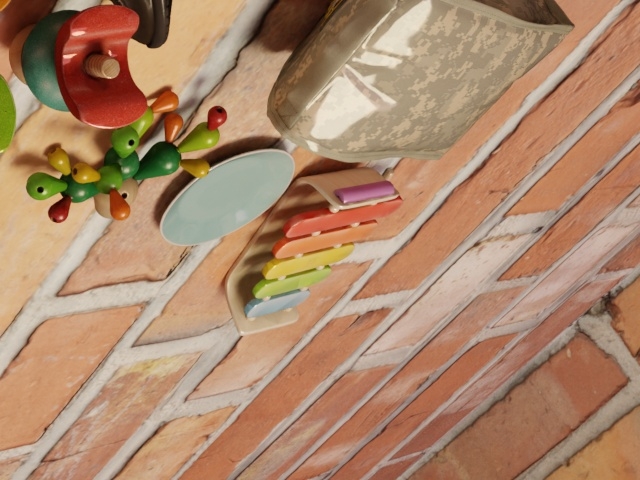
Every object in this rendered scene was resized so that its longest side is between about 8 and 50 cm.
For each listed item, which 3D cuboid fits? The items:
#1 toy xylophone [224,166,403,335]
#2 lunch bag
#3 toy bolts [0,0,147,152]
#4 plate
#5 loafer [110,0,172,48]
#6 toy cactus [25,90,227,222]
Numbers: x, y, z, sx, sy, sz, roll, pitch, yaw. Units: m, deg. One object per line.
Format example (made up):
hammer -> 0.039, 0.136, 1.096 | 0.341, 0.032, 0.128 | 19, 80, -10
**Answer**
toy xylophone -> 0.000, 0.000, 1.837 | 0.236, 0.081, 0.323 | -17, 154, -35
lunch bag -> 0.090, -0.208, 1.403 | 0.235, 0.169, 0.287 | -45, 160, 29
toy bolts -> -0.275, -0.170, 1.100 | 0.228, 0.158, 0.218 | -8, 104, -36
plate -> -0.117, -0.059, 1.632 | 0.188, 0.024, 0.188 | -27, 157, -12
loafer -> -0.166, -0.243, 1.130 | 0.078, 0.080, 0.220 | 4, 154, -2
toy cactus -> -0.205, -0.067, 1.415 | 0.219, 0.112, 0.180 | -32, 170, -25
